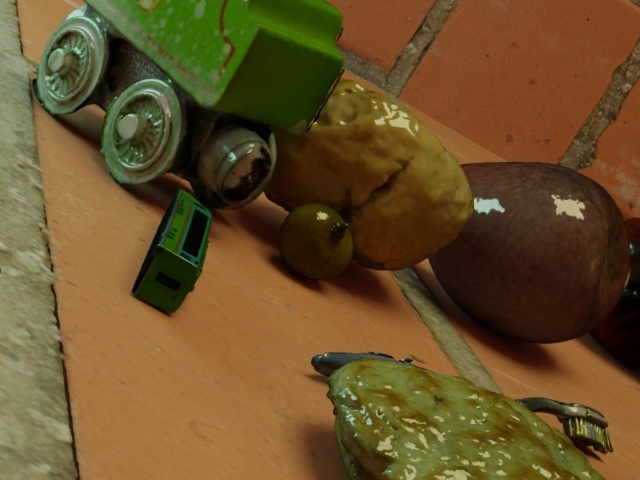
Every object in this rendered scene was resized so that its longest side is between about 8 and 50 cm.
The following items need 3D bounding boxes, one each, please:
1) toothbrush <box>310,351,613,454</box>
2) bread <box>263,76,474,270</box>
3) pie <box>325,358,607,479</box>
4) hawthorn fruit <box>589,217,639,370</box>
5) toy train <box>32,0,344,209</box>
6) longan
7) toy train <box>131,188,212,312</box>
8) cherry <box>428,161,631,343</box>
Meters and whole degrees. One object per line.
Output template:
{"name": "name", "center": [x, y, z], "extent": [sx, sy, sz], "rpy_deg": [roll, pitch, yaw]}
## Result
{"name": "toothbrush", "center": [0.136, 0.139, 1.203], "extent": [0.413, 0.035, 0.042], "rpy_deg": [19, 52, -43]}
{"name": "bread", "center": [0.034, -0.059, 1.402], "extent": [0.244, 0.134, 0.244], "rpy_deg": [32, -10, 6]}
{"name": "pie", "center": [0.098, 0.159, 0.916], "extent": [0.201, 0.090, 0.248], "rpy_deg": [11, 22, -32]}
{"name": "hawthorn fruit", "center": [0.448, 0.067, 1.866], "extent": [0.215, 0.215, 0.249], "rpy_deg": [34, 14, 9]}
{"name": "toy train", "center": [-0.124, -0.179, 1.312], "extent": [0.173, 0.249, 0.307], "rpy_deg": [14, 23, -50]}
{"name": "longan", "center": [0.000, 0.000, 1.300], "extent": [0.075, 0.075, 0.083], "rpy_deg": [24, -29, -35]}
{"name": "toy train", "center": [-0.111, 0.004, 1.102], "extent": [0.042, 0.044, 0.209], "rpy_deg": [30, 13, -8]}
{"name": "cherry", "center": [0.225, 0.013, 1.570], "extent": [0.239, 0.206, 0.239], "rpy_deg": [-3, 4, 0]}
